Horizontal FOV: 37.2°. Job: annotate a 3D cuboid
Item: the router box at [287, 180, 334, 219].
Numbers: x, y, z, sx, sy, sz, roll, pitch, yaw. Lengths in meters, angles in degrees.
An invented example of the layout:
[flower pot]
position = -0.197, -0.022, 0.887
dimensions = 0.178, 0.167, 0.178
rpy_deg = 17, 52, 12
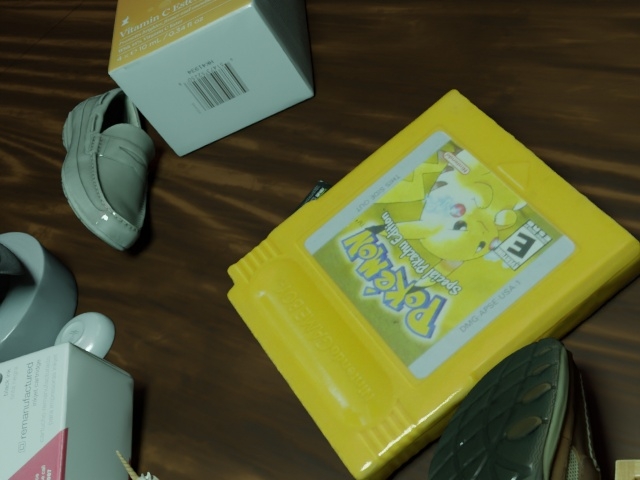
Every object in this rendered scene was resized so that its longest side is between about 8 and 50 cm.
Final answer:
[router box]
position = 0.000, 0.000, 1.043
dimensions = 0.092, 0.038, 0.122
rpy_deg = 27, 72, 45

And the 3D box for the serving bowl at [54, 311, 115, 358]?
[serving bowl]
position = -0.289, 0.119, 1.142
dimensions = 0.083, 0.027, 0.083
rpy_deg = -19, 46, 21

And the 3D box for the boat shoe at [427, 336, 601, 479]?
[boat shoe]
position = 0.150, 0.217, 0.695
dimensions = 0.122, 0.120, 0.324
rpy_deg = -33, 22, 40

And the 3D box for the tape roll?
[tape roll]
position = -0.420, 0.097, 1.218
dimensions = 0.219, 0.072, 0.219
rpy_deg = -19, 46, 21

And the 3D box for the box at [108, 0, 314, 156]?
[box]
position = -0.149, -0.321, 1.328
dimensions = 0.215, 0.168, 0.345
rpy_deg = -22, 44, 16

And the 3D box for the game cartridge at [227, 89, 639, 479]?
[game cartridge]
position = 0.090, 0.030, 0.914
dimensions = 0.324, 0.052, 0.285
rpy_deg = -38, 51, -4

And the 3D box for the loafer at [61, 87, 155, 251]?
[loafer]
position = -0.278, -0.108, 1.272
dimensions = 0.111, 0.112, 0.319
rpy_deg = -38, 41, 12

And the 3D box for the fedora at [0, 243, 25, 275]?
[fedora]
position = -0.489, 0.046, 1.125
dimensions = 0.275, 0.244, 0.124
rpy_deg = 26, 100, 45

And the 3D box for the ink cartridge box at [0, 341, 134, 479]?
[ink cartridge box]
position = -0.341, 0.249, 0.979
dimensions = 0.283, 0.117, 0.207
rpy_deg = -19, 56, 20

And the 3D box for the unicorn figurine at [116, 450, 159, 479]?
[unicorn figurine]
position = -0.152, 0.288, 0.887
dimensions = 0.162, 0.060, 0.111
rpy_deg = 23, 67, 26

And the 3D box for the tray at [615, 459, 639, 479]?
[tray]
position = 0.275, 0.330, 0.544
dimensions = 0.203, 0.076, 0.410
rpy_deg = -8, 51, 29
